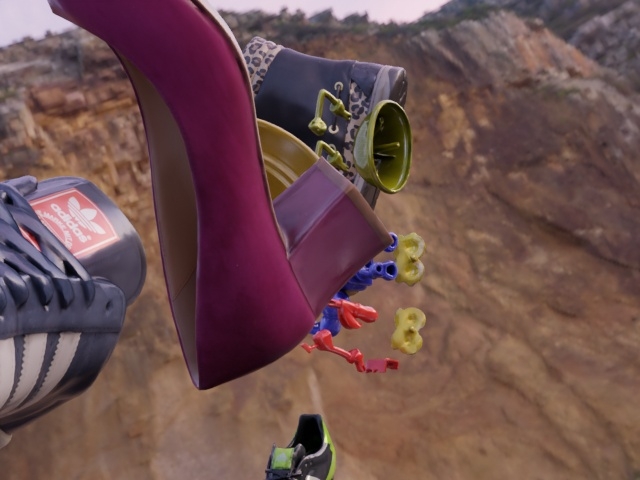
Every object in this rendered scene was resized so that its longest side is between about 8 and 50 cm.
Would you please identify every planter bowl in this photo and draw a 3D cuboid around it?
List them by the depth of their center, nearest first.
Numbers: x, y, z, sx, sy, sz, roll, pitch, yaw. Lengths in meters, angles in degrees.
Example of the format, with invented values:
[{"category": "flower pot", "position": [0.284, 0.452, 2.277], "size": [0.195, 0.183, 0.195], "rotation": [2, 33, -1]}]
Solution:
[{"category": "planter bowl", "position": [-0.087, -0.027, 1.055], "size": [0.217, 0.217, 0.090], "rotation": [-11, -28, -34]}]

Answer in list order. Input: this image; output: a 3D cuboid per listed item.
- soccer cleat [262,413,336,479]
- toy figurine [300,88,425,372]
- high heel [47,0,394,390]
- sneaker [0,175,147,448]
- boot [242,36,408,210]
[{"category": "soccer cleat", "position": [-0.033, 0.218, 0.824], "size": [0.060, 0.072, 0.179], "rotation": [-1, 27, 21]}, {"category": "toy figurine", "position": [0.000, 0.000, 1.316], "size": [0.191, 0.362, 0.217], "rotation": [8, -13, -33]}, {"category": "high heel", "position": [-0.115, -0.057, 0.618], "size": [0.181, 0.377, 0.127], "rotation": [-42, 27, -1]}, {"category": "sneaker", "position": [-0.154, 0.016, 0.441], "size": [0.148, 0.131, 0.350], "rotation": [-37, -2, -15]}, {"category": "boot", "position": [-0.035, -0.146, 1.652], "size": [0.138, 0.284, 0.377], "rotation": [-21, -50, -71]}]
